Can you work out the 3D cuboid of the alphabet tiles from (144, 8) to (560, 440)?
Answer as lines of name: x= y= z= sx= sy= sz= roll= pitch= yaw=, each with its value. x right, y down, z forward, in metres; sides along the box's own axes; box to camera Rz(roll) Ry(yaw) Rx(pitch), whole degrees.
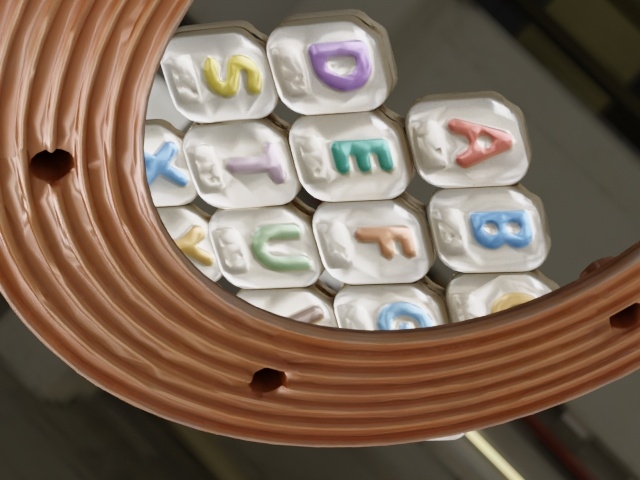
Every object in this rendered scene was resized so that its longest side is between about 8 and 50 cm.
alphabet tiles: x=0.000 y=0.000 z=1.163 sx=0.021 sy=0.278 sz=0.284 roll=-56 pitch=-43 yaw=-53

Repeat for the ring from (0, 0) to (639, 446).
ring: x=0.048 y=-0.052 z=0.642 sx=0.336 sy=0.336 sz=0.032 roll=37 pitch=-158 yaw=-42
